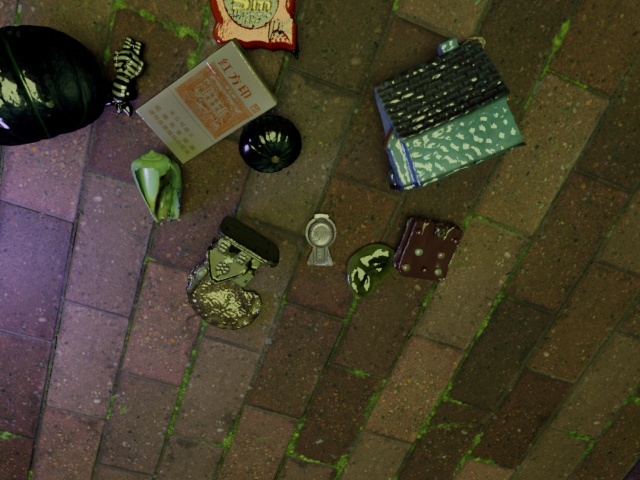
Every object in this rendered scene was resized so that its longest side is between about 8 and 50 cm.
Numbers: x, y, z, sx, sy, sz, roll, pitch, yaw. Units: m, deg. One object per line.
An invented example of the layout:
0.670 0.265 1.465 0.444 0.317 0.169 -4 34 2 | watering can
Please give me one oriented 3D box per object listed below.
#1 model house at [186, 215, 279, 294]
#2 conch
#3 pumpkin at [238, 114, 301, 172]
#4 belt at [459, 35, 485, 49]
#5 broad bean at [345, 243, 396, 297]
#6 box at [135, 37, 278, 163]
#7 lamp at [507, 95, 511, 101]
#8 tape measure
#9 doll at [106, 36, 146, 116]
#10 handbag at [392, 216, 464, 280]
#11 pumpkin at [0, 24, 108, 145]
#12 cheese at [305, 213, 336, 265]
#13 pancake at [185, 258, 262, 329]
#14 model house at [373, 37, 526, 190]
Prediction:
-0.294 0.098 1.406 0.218 0.205 0.279 32 105 -12 | model house
-0.493 -0.159 1.337 0.143 0.137 0.251 -10 111 1 | conch
-0.150 -0.286 1.285 0.194 0.194 0.150 -48 67 15 | pumpkin
0.442 -0.568 1.269 0.083 0.036 0.059 -31 102 9 | belt
0.171 0.099 1.505 0.153 0.072 0.207 34 94 -17 | broad bean
-0.328 -0.392 1.243 0.365 0.051 0.205 -26 122 20 | box
0.542 -0.433 1.328 0.083 0.031 0.063 -39 107 17 | lamp
-0.174 -0.643 1.179 0.253 0.114 0.261 2 107 -1 | tape measure
-0.567 -0.476 1.254 0.091 0.067 0.220 21 103 -6 | doll
0.366 0.029 1.453 0.203 0.074 0.216 10 112 -21 | handbag
-0.759 -0.399 1.125 0.363 0.363 0.266 -18 111 5 | pumpkin
0.000 0.000 1.467 0.105 0.042 0.191 3 112 -2 | cheese
-0.339 0.187 1.534 0.288 0.033 0.286 26 106 -12 | pancake
0.317 -0.359 1.228 0.360 0.297 0.339 -22 102 6 | model house
